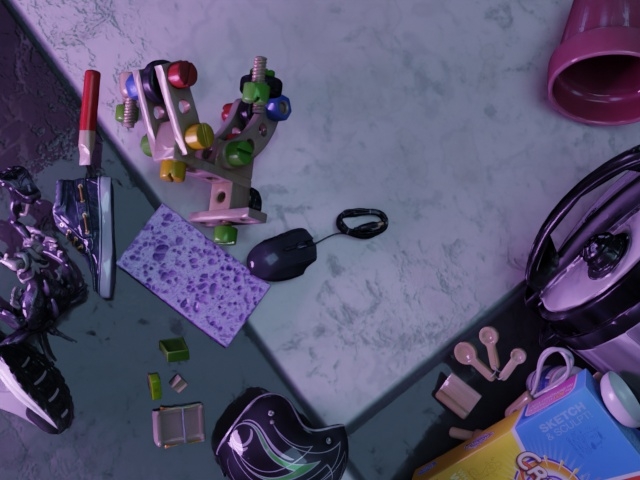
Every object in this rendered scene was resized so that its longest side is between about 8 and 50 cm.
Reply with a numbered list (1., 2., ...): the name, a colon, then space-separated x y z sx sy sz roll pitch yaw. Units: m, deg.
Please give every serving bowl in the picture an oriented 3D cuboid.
1. serving bowl: 0.406 0.220 1.221 0.027 0.083 0.083 -38 91 25

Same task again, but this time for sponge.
1. sponge: -0.189 0.053 1.350 0.210 0.031 0.117 38 77 -3

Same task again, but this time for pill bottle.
1. pill bottle: 0.363 0.226 1.381 0.067 0.120 0.067 1 83 -10

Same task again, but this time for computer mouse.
1. computer mouse: 0.000 0.000 1.373 0.242 0.041 0.071 -22 79 -20

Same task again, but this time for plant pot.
1. plant pot: 0.469 -0.313 1.441 0.201 0.201 0.180 12 65 -8

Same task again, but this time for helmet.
1. helmet: -0.047 0.307 1.280 0.161 0.169 0.169 39 78 13

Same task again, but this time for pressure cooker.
1. pressure cooker: 0.529 0.056 1.304 0.420 0.375 0.370 38 81 -4

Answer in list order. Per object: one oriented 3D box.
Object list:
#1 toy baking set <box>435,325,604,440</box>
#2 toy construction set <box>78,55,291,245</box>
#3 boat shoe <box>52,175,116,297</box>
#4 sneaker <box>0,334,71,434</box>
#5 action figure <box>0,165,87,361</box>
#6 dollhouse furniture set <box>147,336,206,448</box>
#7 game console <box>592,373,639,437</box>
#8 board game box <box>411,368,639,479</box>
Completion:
1. toy baking set: 0.291 0.236 1.331 0.256 0.030 0.197 14 109 27
2. toy construction set: -0.199 -0.119 1.283 0.308 0.257 0.237 4 86 12
3. boat shoe: -0.346 -0.004 1.318 0.083 0.065 0.184 -3 78 -8
4. sneaker: -0.470 0.187 1.263 0.271 0.100 0.108 38 103 -7
5. action figure: -0.427 0.034 1.258 0.164 0.140 0.276 -35 131 -38
6. dollhouse furniture set: -0.216 0.226 1.330 0.076 0.058 0.152 -7 103 -18
7. game console: 0.449 0.286 1.411 0.144 0.124 0.085 -27 115 -12
8. board game box: 0.325 0.367 1.299 0.316 0.064 0.242 -38 92 23
